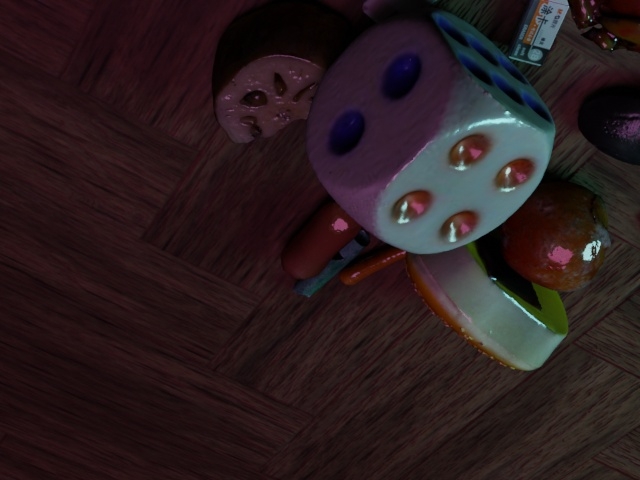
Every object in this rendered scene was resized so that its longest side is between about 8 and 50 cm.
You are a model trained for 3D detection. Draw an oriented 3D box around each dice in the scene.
[{"bbox_3d":[0.149,-0.146,1.536,0.259,0.243,0.251,21,122,-44],"label":"dice"}]

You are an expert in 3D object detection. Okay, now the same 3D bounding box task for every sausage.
[{"bbox_3d":[0.000,0.000,1.895,0.077,0.077,0.194,28,133,-16],"label":"sausage"}]

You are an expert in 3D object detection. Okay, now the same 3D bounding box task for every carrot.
[{"bbox_3d":[0.111,0.030,1.929,0.190,0.037,0.037,-25,125,29],"label":"carrot"}]

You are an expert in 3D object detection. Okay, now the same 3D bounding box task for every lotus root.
[{"bbox_3d":[-0.071,-0.244,1.632,0.234,0.119,0.138,-26,130,33],"label":"lotus root"}]

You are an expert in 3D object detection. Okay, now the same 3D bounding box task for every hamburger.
[{"bbox_3d":[0.265,0.090,1.826,0.151,0.227,0.295,-37,116,23],"label":"hamburger"}]

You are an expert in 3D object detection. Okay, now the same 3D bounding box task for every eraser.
[{"bbox_3d":[0.113,-0.337,1.570,0.065,0.026,0.105,36,130,-26],"label":"eraser"},{"bbox_3d":[0.302,-0.300,1.569,0.052,0.029,0.122,15,136,-4],"label":"eraser"}]

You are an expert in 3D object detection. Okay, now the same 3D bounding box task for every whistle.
[{"bbox_3d":[0.017,0.043,1.959,0.039,0.039,0.186,30,133,-19],"label":"whistle"}]

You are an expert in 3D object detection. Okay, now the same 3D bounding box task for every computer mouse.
[{"bbox_3d":[0.482,-0.161,1.642,0.217,0.073,0.122,3,134,6],"label":"computer mouse"}]

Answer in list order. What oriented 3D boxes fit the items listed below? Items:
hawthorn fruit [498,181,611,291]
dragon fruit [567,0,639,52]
[{"bbox_3d":[0.358,-0.007,1.754,0.172,0.173,0.173,5,135,5],"label":"hawthorn fruit"},{"bbox_3d":[0.461,-0.326,1.380,0.315,0.250,0.250,-34,121,19],"label":"dragon fruit"}]
